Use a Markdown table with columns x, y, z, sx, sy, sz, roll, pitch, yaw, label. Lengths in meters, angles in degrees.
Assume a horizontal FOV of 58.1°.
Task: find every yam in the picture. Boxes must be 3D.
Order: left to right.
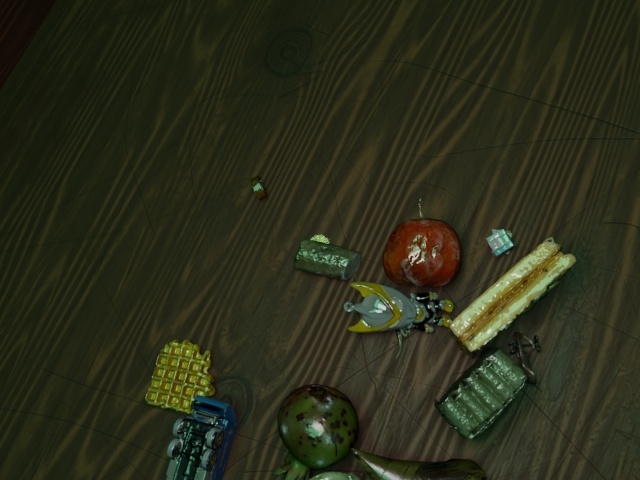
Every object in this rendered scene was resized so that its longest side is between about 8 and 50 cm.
| x | y | z | sx | sy | sz | roll | pitch | yaw | label |
| --- | --- | --- | --- | --- | --- | --- | --- | --- | --- |
| 0.024 | 0.063 | 1.842 | 0.194 | 0.107 | 0.107 | 13 | 76 | 17 | yam |

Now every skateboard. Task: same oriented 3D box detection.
| x | y | z | sx | sy | sz | roll | pitch | yaw | label |
| --- | --- | --- | --- | --- | --- | --- | --- | --- | --- |
| 0.586 | 0.333 | 1.636 | 0.080 | 0.067 | 0.151 | -6 | 67 | 3 | skateboard |

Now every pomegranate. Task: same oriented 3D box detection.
| x | y | z | sx | sy | sz | roll | pitch | yaw | label |
| --- | --- | --- | --- | --- | --- | --- | --- | --- | --- |
| -0.016 | 0.565 | 1.629 | 0.243 | 0.242 | 0.305 | 10 | 84 | 17 | pomegranate |

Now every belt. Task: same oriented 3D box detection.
| x | y | z | sx | sy | sz | roll | pitch | yaw | label |
| --- | --- | --- | --- | --- | --- | --- | --- | --- | --- |
| -0.215 | -0.186 | 2.007 | 0.036 | 0.059 | 0.083 | -24 | 68 | 7 | belt |

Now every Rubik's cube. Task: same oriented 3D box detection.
| x | y | z | sx | sy | sz | roll | pitch | yaw | label |
| --- | --- | --- | --- | --- | --- | --- | --- | --- | --- |
| 0.547 | 0.005 | 1.743 | 0.075 | 0.073 | 0.084 | -18 | 73 | 27 | Rubik's cube |

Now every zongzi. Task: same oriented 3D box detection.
| x | y | z | sx | sy | sz | roll | pitch | yaw | label |
| --- | --- | --- | --- | --- | --- | --- | --- | --- | --- |
| 0.264 | 0.621 | 1.554 | 0.286 | 0.138 | 0.300 | -36 | 85 | 0 | zongzi |

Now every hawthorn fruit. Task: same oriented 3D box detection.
| x | y | z | sx | sy | sz | roll | pitch | yaw | label |
| --- | --- | --- | --- | --- | --- | --- | --- | --- | --- |
| 0.304 | 0.009 | 1.708 | 0.242 | 0.242 | 0.271 | 4 | 88 | 16 | hawthorn fruit |

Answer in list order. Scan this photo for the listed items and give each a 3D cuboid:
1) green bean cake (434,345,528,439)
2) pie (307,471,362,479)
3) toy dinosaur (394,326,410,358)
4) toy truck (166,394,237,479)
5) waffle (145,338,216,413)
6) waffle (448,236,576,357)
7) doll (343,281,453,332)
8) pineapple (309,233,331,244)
| x | y | z | sx | sy | sz | roll | pitch | yaw | label |
| --- | --- | --- | --- | --- | --- | --- | --- | --- | --- |
| 0.425 | 0.404 | 1.551 | 0.132 | 0.255 | 0.241 | 43 | 87 | 13 | green bean cake |
| 0.023 | 0.743 | 1.602 | 0.241 | 0.054 | 0.240 | -4 | 107 | -13 | pie |
| 0.254 | 0.269 | 1.755 | 0.058 | 0.037 | 0.180 | -3 | 66 | 27 | toy dinosaur |
| -0.363 | 0.657 | 1.715 | 0.146 | 0.175 | 0.366 | 11 | 76 | 19 | toy truck |
| -0.434 | 0.440 | 1.867 | 0.219 | 0.057 | 0.229 | 9 | 75 | 17 | waffle |
| 0.521 | 0.166 | 1.594 | 0.376 | 0.261 | 0.114 | -41 | 73 | 0 | waffle |
| 0.227 | 0.211 | 1.706 | 0.317 | 0.145 | 0.103 | 3 | 37 | -1 | doll |
| 0.000 | 0.000 | 1.914 | 0.084 | 0.019 | 0.045 | 11 | 82 | 17 | pineapple |
